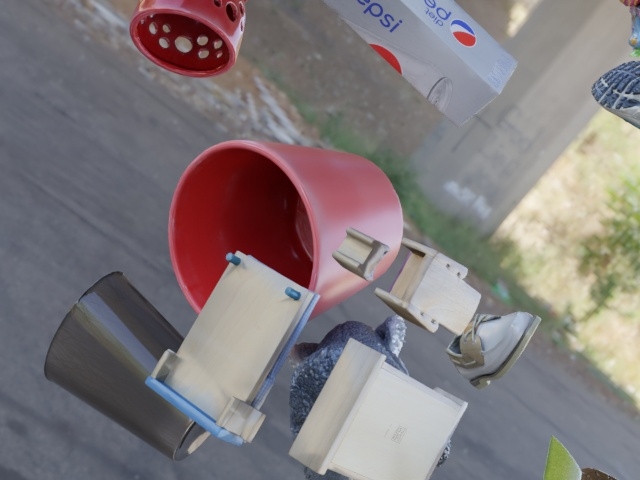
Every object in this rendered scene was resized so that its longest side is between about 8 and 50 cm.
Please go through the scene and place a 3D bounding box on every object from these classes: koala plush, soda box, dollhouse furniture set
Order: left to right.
[{"bbox_3d":[0.001,0.118,1.295,0.303,0.286,0.198,25,-6,40],"label":"dollhouse furniture set"},{"bbox_3d":[0.046,0.178,1.450,0.221,0.196,0.203,-89,158,-63],"label":"koala plush"},{"bbox_3d":[0.135,-0.299,1.580,0.286,0.098,0.091,42,47,-9],"label":"soda box"}]

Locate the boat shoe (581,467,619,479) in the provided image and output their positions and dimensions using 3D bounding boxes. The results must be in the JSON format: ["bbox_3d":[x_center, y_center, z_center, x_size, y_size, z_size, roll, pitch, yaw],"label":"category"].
[{"bbox_3d":[0.571,0.535,1.944,0.342,0.123,0.123,30,26,12],"label":"boat shoe"}]

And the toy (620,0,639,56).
[{"bbox_3d":[0.568,-0.450,2.053,0.137,0.056,0.237,-105,-178,-71],"label":"toy"}]

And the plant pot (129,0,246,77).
[{"bbox_3d":[-0.217,-0.403,1.948,0.191,0.174,0.191,12,-29,6],"label":"plant pot"}]

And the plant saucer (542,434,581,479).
[{"bbox_3d":[0.286,0.368,1.374,0.045,0.188,0.188,8,24,15],"label":"plant saucer"}]

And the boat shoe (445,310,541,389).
[{"bbox_3d":[0.310,0.193,2.082,0.103,0.113,0.302,37,-27,5],"label":"boat shoe"}]

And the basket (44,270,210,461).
[{"bbox_3d":[-0.245,0.188,1.559,0.227,0.204,0.154,38,33,14],"label":"basket"}]

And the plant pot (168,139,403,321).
[{"bbox_3d":[-0.033,-0.014,1.549,0.275,0.275,0.243,44,33,24],"label":"plant pot"}]

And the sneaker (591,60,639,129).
[{"bbox_3d":[0.573,-0.211,1.937,0.122,0.110,0.283,54,-1,-37],"label":"sneaker"}]
